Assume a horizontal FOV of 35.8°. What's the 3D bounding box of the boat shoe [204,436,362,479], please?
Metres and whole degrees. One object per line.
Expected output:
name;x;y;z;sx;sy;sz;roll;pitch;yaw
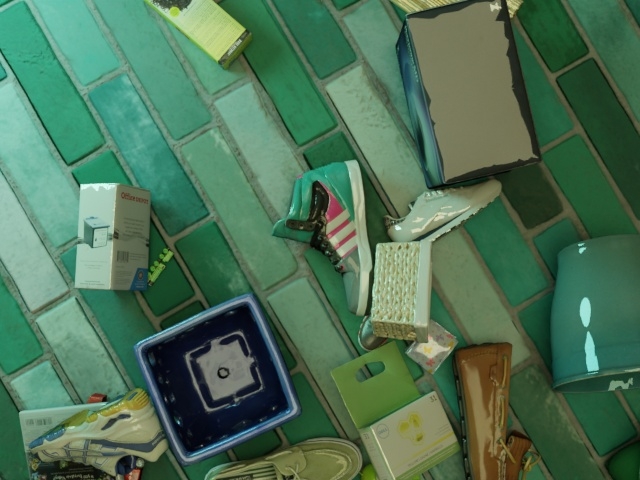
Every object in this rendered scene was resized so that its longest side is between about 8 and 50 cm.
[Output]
boat shoe;-0.067;0.441;1.842;0.302;0.094;0.109;-13;88;-3

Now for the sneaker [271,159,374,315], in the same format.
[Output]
sneaker;0.000;0.000;1.844;0.178;0.124;0.296;-5;80;-7

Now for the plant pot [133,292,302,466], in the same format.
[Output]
plant pot;-0.179;0.240;1.787;0.236;0.212;0.236;-23;89;-3

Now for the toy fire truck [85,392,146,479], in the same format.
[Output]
toy fire truck;-0.390;0.393;1.857;0.135;0.047;0.192;13;88;-1

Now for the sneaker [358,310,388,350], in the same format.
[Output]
sneaker;0.128;0.142;1.874;0.061;0.065;0.158;39;86;-1

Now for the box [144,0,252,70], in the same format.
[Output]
box;-0.244;-0.432;1.888;0.232;0.058;0.087;40;87;-1

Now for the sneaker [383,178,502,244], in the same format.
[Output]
sneaker;0.234;-0.063;1.880;0.235;0.090;0.095;-31;80;-4

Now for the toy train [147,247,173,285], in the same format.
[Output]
toy train;-0.309;0.051;1.888;0.023;0.017;0.083;36;87;-11

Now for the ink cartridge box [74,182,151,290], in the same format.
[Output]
ink cartridge box;-0.377;-0.004;1.820;0.082;0.139;0.191;0;86;17

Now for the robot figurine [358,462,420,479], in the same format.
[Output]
robot figurine;0.128;0.448;1.861;0.115;0.067;0.101;-2;117;-3

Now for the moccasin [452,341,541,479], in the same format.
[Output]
moccasin;0.336;0.380;1.846;0.147;0.139;0.380;-6;79;7

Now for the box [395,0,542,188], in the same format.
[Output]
box;0.252;-0.255;1.770;0.182;0.294;0.296;-13;91;0

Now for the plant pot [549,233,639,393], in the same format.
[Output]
plant pot;0.541;0.131;1.803;0.271;0.272;0.255;-4;74;-2

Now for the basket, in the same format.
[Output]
basket;0.149;0.092;1.797;0.103;0.113;0.167;2;68;8

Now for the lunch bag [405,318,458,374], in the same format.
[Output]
lunch bag;0.212;0.200;1.882;0.071;0.053;0.083;37;97;2

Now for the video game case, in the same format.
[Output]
video game case;-0.459;0.392;1.834;0.190;0.022;0.173;-8;92;17

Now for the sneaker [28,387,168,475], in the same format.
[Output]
sneaker;-0.389;0.361;1.720;0.296;0.112;0.131;-23;98;36

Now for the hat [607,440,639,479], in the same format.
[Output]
hat;0.570;0.431;1.900;0.208;0.183;0.173;-10;96;-43

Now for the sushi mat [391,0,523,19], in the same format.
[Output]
sushi mat;0.226;-0.492;1.926;0.316;0.019;0.151;35;86;0

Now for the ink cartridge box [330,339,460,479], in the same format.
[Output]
ink cartridge box;0.140;0.315;1.829;0.171;0.056;0.235;-21;85;-35
